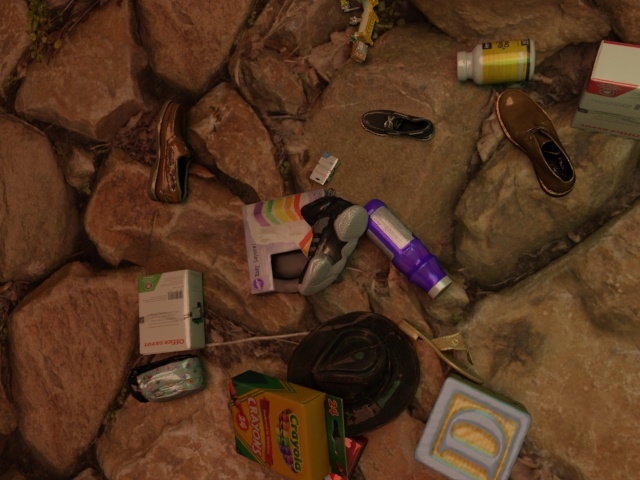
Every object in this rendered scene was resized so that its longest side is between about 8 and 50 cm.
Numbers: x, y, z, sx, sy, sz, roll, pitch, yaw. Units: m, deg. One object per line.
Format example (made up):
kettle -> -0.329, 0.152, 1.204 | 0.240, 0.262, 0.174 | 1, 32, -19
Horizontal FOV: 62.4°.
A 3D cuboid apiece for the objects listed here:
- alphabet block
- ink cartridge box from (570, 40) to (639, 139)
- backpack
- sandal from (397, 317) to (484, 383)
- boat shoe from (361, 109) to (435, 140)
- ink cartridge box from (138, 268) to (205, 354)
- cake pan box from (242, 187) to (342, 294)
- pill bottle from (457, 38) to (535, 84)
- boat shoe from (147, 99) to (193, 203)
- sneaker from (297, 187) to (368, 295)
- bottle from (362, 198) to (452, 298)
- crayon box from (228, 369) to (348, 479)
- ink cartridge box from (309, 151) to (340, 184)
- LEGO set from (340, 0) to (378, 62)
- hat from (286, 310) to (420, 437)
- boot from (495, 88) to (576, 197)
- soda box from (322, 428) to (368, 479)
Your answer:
alphabet block -> 0.334, 0.420, 1.166 | 0.192, 0.197, 0.193 | 25, 88, 18
ink cartridge box -> 0.682, -0.328, 1.184 | 0.172, 0.237, 0.100 | 17, 82, 18
backpack -> -0.405, 0.374, 1.427 | 0.182, 0.152, 0.115 | -16, 81, 0
sandal -> 0.303, 0.240, 1.266 | 0.240, 0.088, 0.079 | 34, 96, 24
boat shoe -> 0.203, -0.317, 1.409 | 0.206, 0.065, 0.075 | 16, 85, 18
ink cartridge box -> -0.416, 0.202, 1.477 | 0.160, 0.092, 0.219 | -8, 78, 15
cake pan box -> -0.080, 0.013, 1.430 | 0.246, 0.070, 0.266 | -10, 78, 16
pill bottle -> 0.444, -0.451, 1.345 | 0.184, 0.103, 0.103 | -1, 80, 15
boat shoe -> -0.425, -0.260, 1.566 | 0.105, 0.111, 0.307 | 8, 92, 13
sneaker -> 0.000, 0.000, 1.329 | 0.153, 0.101, 0.268 | 43, 108, 36
bottle -> 0.207, 0.022, 1.317 | 0.092, 0.118, 0.283 | -43, 71, 1
crayon box -> -0.083, 0.440, 1.247 | 0.319, 0.081, 0.202 | 1, 99, 42
ink cartridge box -> 0.012, -0.196, 1.461 | 0.048, 0.028, 0.083 | 30, 89, 19
LEGO set -> 0.088, -0.641, 1.486 | 0.107, 0.132, 0.286 | 2, 104, 33
hat -> 0.067, 0.299, 1.256 | 0.332, 0.134, 0.331 | -5, 62, 10
boot -> 0.528, -0.256, 1.280 | 0.112, 0.115, 0.305 | -28, 72, 11
soda box -> 0.018, 0.588, 1.280 | 0.084, 0.092, 0.263 | 24, 87, 20
